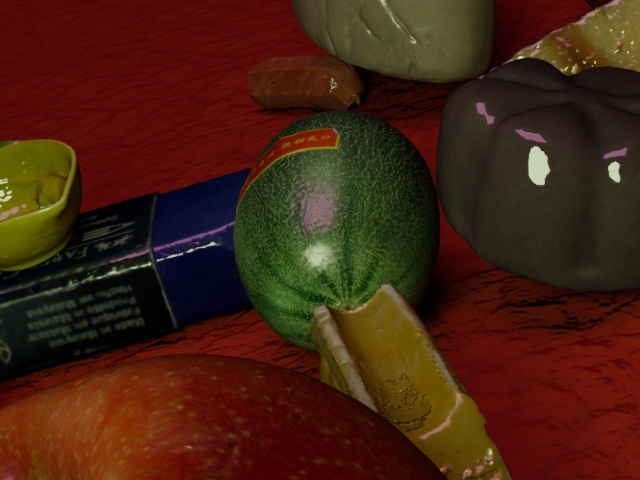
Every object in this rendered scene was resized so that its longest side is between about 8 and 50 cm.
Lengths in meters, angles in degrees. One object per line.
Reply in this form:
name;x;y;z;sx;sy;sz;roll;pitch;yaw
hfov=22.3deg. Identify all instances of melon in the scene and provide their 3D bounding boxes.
melon;0.016;-0.016;1.414;0.182;0.182;0.288;-13;25;13

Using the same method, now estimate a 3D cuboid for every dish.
dish;-0.291;-0.025;1.529;0.149;0.080;0.207;-38;34;-27

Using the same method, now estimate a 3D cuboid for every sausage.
sausage;-0.012;-0.188;1.939;0.169;0.065;0.065;5;33;45

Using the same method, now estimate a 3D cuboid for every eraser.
eraser;-0.202;0.036;1.556;0.332;0.102;0.155;-17;25;6

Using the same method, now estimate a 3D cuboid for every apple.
apple;-0.073;0.221;0.830;0.348;0.277;0.348;-29;27;16

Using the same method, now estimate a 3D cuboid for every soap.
soap;0.067;0.152;1.056;0.080;0.160;0.257;-19;25;-6

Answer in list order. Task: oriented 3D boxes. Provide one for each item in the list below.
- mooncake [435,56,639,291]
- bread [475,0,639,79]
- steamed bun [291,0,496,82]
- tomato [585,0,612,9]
mooncake;0.216;-0.062;1.367;0.245;0.133;0.245;4;25;-2
bread;0.267;-0.158;1.607;0.266;0.142;0.178;-33;38;3
steamed bun;0.071;-0.325;1.906;0.236;0.247;0.383;4;24;-6
tomato;0.406;-0.376;1.850;0.270;0.223;0.270;-13;23;6
